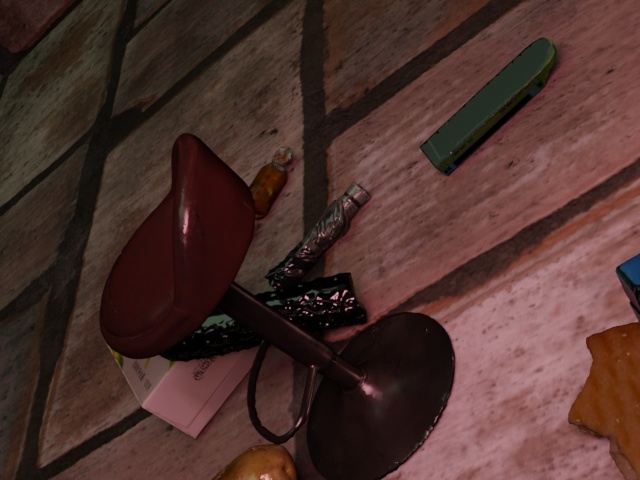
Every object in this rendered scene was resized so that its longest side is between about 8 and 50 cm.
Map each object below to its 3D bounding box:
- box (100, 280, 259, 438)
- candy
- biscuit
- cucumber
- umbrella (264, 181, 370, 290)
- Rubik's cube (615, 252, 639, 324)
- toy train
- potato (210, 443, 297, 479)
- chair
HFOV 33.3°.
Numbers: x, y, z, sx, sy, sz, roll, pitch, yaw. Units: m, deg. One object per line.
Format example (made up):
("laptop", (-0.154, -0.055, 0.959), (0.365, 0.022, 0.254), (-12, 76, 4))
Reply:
("box", (-0.195, 0.132, 1.545), (0.194, 0.111, 0.260), (-53, 29, 0))
("candy", (-0.092, -0.071, 1.677), (0.182, 0.046, 0.053), (-57, 27, -17))
("biscuit", (0.294, 0.165, 0.925), (0.176, 0.031, 0.228), (-23, 42, 41))
("cucumber", (-0.087, 0.105, 1.358), (0.300, 0.072, 0.072), (-15, 41, 11))
("umbrella", (0.000, 0.000, 1.483), (0.188, 0.046, 0.050), (-47, 49, 4))
("Rubik's cube", (0.341, 0.070, 0.802), (0.154, 0.155, 0.151), (-31, 35, 4))
("toy train", (0.221, -0.169, 1.355), (0.209, 0.042, 0.044), (-43, 55, 14))
("potato", (-0.092, 0.305, 1.250), (0.170, 0.080, 0.107), (-39, 43, 30))
("chair", (-0.064, 0.078, 1.136), (0.226, 0.401, 0.226), (-33, 36, 28))
